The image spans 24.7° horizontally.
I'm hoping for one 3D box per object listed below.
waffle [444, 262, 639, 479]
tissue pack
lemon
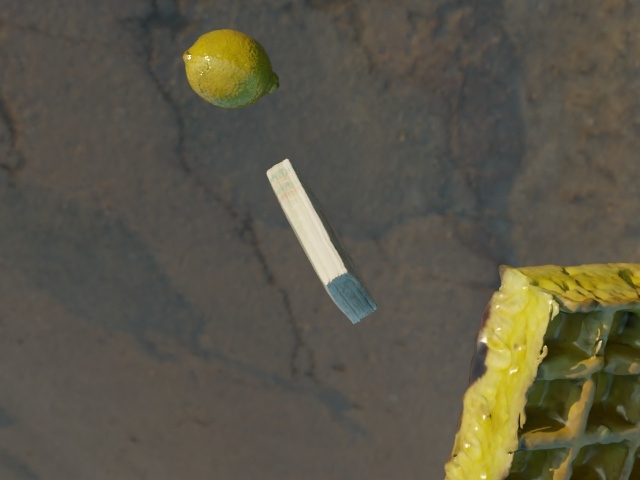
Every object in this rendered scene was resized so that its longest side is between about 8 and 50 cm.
[{"bbox_3d":[0.170,0.093,0.771,0.210,0.160,0.055,2,-158,-31],"label":"waffle"},{"bbox_3d":[0.000,0.000,0.957,0.023,0.108,0.056,-32,140,5],"label":"tissue pack"},{"bbox_3d":[-0.071,-0.136,1.173,0.083,0.062,0.062,18,154,-21],"label":"lemon"}]
